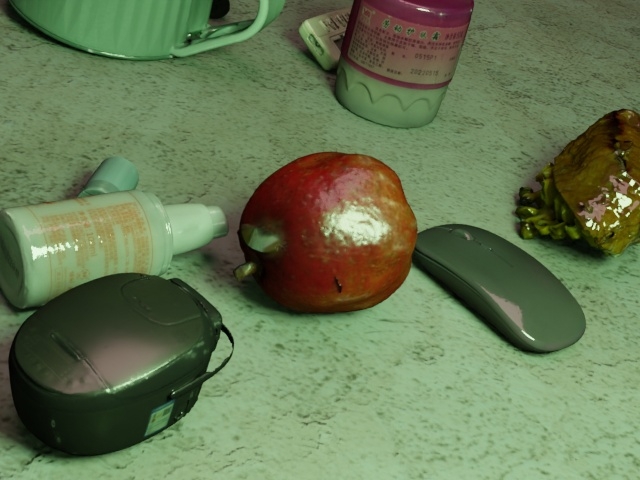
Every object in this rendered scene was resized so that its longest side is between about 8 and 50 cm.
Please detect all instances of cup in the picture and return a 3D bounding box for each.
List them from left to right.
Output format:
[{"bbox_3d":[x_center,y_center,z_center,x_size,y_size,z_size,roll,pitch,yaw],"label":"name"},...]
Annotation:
[{"bbox_3d":[-0.237,-0.482,1.552,0.400,0.392,0.310,11,38,-16],"label":"cup"}]

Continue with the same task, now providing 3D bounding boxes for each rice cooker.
[{"bbox_3d":[-0.176,0.106,0.928,0.203,0.118,0.142,-20,46,-41],"label":"rice cooker"}]

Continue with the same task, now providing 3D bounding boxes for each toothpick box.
[{"bbox_3d":[-0.243,-0.056,1.203,0.052,0.052,0.083,15,31,0],"label":"toothpick box"}]

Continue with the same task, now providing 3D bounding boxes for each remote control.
[{"bbox_3d":[0.056,-0.341,1.750,0.230,0.049,0.090,-27,82,-47],"label":"remote control"}]

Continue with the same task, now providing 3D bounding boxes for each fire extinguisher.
[{"bbox_3d":[-0.186,-0.436,1.798,0.062,0.050,0.177,-11,38,-6],"label":"fire extinguisher"}]

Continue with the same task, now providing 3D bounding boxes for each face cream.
[{"bbox_3d":[-0.205,-0.002,1.095,0.251,0.101,0.101,-13,42,-36],"label":"face cream"},{"bbox_3d":[0.121,-0.290,1.576,0.175,0.195,0.175,11,31,-7],"label":"face cream"}]

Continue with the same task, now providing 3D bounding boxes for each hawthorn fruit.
[{"bbox_3d":[0.000,0.000,1.120,0.202,0.185,0.185,-22,46,-23],"label":"hawthorn fruit"}]

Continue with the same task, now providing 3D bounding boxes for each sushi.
[{"bbox_3d":[0.375,-0.065,1.402,0.166,0.179,0.296,29,34,-11],"label":"sushi"}]

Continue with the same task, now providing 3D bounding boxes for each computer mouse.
[{"bbox_3d":[0.208,0.046,1.236,0.120,0.057,0.232,-14,43,-38],"label":"computer mouse"}]
